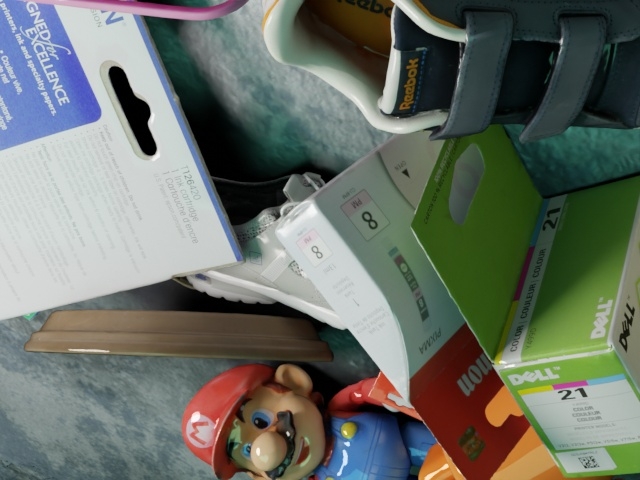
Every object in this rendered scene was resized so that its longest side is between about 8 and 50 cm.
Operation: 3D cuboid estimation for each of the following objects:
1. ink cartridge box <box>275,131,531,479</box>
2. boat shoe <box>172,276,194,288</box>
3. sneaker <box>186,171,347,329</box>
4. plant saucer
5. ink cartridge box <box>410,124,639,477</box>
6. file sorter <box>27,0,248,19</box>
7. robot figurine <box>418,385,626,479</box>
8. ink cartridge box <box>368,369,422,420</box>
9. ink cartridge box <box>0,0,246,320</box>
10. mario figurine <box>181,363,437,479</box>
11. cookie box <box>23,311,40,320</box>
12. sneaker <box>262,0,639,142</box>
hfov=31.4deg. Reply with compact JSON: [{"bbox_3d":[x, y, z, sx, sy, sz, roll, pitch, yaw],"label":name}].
[{"bbox_3d":[0.100,0.033,0.829,0.232,0.189,0.066,50,134,2],"label":"ink cartridge box"},{"bbox_3d":[-0.164,0.001,1.070,0.137,0.043,0.049,27,139,0],"label":"boat shoe"},{"bbox_3d":[0.000,0.000,0.949,0.281,0.105,0.115,3,131,20],"label":"sneaker"},{"bbox_3d":[-0.126,0.088,1.034,0.278,0.041,0.278,1,174,0],"label":"plant saucer"},{"bbox_3d":[0.183,0.018,0.822,0.097,0.189,0.255,-14,124,35],"label":"ink cartridge box"},{"bbox_3d":[-0.129,-0.285,0.627,0.202,0.182,0.291,9,148,15],"label":"file sorter"},{"bbox_3d":[0.193,0.169,0.989,0.219,0.158,0.128,-36,143,19],"label":"robot figurine"},{"bbox_3d":[0.092,0.108,1.029,0.063,0.029,0.115,24,104,0],"label":"ink cartridge box"},{"bbox_3d":[-0.247,-0.087,0.947,0.307,0.072,0.303,-14,113,15],"label":"ink cartridge box"},{"bbox_3d":[0.018,0.217,1.098,0.320,0.198,0.170,14,149,5],"label":"mario figurine"},{"bbox_3d":[-0.295,0.009,1.101,0.107,0.092,0.040,39,138,-14],"label":"cookie box"},{"bbox_3d":[0.114,-0.123,0.762,0.321,0.127,0.126,14,133,9],"label":"sneaker"}]
